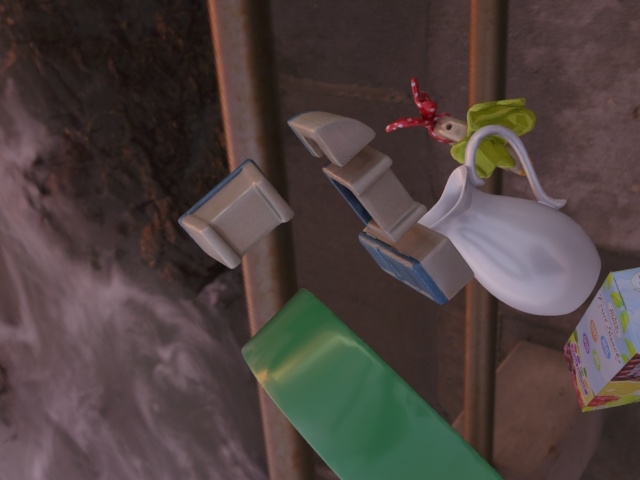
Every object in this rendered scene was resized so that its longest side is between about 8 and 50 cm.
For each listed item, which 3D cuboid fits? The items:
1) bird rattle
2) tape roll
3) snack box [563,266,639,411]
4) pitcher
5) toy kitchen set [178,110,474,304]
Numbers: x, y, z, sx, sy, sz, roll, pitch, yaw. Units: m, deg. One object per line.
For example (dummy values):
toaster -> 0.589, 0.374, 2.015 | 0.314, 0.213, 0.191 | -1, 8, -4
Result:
bird rattle -> 0.245, -0.166, 1.284 | 0.253, 0.207, 0.143 | 19, 86, 50
tape roll -> 0.074, 0.176, 0.626 | 0.321, 0.077, 0.321 | 45, 174, 5
snack box -> 0.308, 0.074, 0.620 | 0.207, 0.175, 0.070 | 75, -175, -66
pitcher -> 0.232, -0.020, 0.895 | 0.207, 0.125, 0.177 | 29, 96, -8
toy kitchen set -> 0.000, 0.000, 0.685 | 0.207, 0.166, 0.122 | 51, 173, -25
